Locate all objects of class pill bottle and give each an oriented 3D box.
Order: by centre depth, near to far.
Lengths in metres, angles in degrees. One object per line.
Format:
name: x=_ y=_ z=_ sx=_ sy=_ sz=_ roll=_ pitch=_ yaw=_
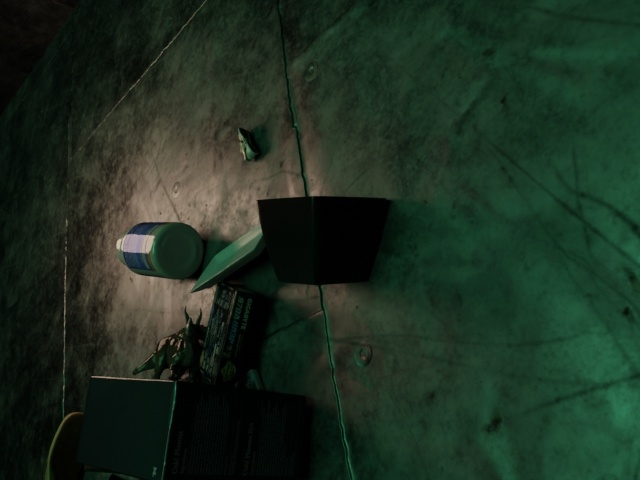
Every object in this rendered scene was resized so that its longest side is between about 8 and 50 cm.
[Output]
pill bottle: x=-0.449 y=0.024 z=1.874 sx=0.272 sy=0.152 sz=0.152 roll=3 pitch=81 yaw=50

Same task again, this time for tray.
tray: x=-0.200 y=0.038 z=1.636 sx=0.270 sy=0.030 sz=0.145 roll=-32 pitch=21 yaw=40

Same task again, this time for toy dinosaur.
toy dinosaur: x=-0.365 y=0.294 z=1.750 sx=0.313 sy=0.121 sz=0.160 roll=-30 pitch=46 yaw=46

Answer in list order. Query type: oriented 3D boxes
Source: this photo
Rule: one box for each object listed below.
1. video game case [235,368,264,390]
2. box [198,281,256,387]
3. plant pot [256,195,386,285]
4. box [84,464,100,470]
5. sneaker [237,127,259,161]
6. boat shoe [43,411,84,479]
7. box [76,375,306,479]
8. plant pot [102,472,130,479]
video game case: x=-0.173 y=0.421 z=1.534 sx=0.201 sy=0.023 sz=0.183 roll=-52 pitch=46 yaw=28
box: x=-0.219 y=0.213 z=1.591 sx=0.175 sy=0.051 sz=0.220 roll=8 pitch=84 yaw=68
plant pot: x=0.000 y=0.000 z=1.346 sx=0.188 sy=0.187 sz=0.167 roll=2 pitch=92 yaw=49
box: x=-0.443 y=0.481 z=1.733 sx=0.381 sy=0.143 sz=0.191 roll=-23 pitch=56 yaw=42
sneaker: x=-0.192 y=-0.244 z=1.742 sx=0.044 sy=0.040 sz=0.109 roll=-51 pitch=45 yaw=30
boat shoe: x=-0.795 y=0.679 z=2.113 sx=0.123 sy=0.123 sz=0.342 roll=18 pitch=99 yaw=49
box: x=-0.259 y=0.378 z=1.381 sx=0.343 sy=0.312 sz=0.179 roll=-10 pitch=70 yaw=45
plant pot: x=-0.502 y=0.686 z=1.701 sx=0.234 sy=0.166 sz=0.165 roll=-33 pitch=30 yaw=58
